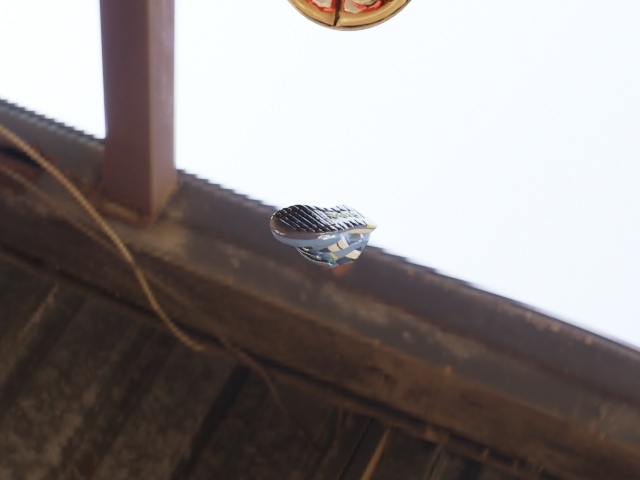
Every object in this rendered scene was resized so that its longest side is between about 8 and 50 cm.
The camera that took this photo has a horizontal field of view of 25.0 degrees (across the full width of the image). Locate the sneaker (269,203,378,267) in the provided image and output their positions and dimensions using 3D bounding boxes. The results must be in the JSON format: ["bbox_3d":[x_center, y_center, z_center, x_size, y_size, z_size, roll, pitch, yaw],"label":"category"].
[{"bbox_3d":[0.000,0.000,1.398,0.053,0.059,0.144,41,-157,31],"label":"sneaker"}]

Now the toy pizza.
[{"bbox_3d":[0.029,-0.334,1.604,0.201,0.201,0.032,30,-162,17],"label":"toy pizza"}]
